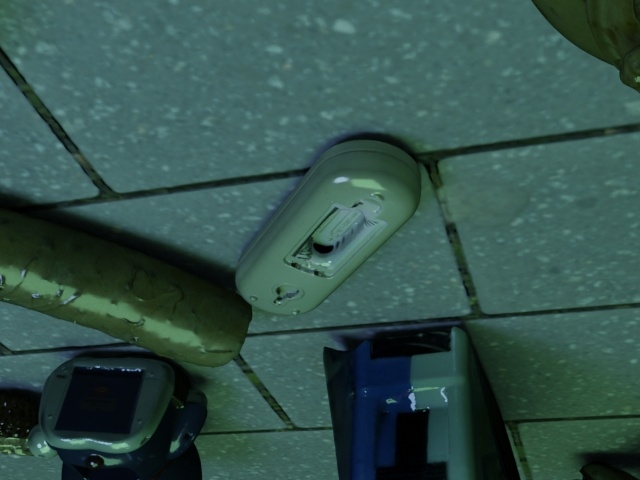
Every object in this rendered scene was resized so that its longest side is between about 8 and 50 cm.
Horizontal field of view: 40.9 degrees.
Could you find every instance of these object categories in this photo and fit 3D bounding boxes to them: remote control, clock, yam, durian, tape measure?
[{"bbox_3d":[0.000,0.000,0.654,0.078,0.042,0.221,19,142,-19],"label":"remote control"},{"bbox_3d":[-0.216,0.229,0.932,0.199,0.147,0.243,-1,137,2],"label":"clock"},{"bbox_3d":[-0.236,0.019,0.688,0.371,0.083,0.083,21,142,-19],"label":"yam"},{"bbox_3d":[-0.371,0.212,0.987,0.140,0.071,0.110,-5,150,-7],"label":"durian"},{"bbox_3d":[0.115,0.240,0.806,0.138,0.262,0.259,-17,140,14],"label":"tape measure"}]

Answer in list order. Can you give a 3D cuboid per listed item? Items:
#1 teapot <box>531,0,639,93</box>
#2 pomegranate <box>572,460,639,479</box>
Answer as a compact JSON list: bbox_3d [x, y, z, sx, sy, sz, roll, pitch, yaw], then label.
[{"bbox_3d":[0.154,-0.132,0.325,0.173,0.183,0.269,-5,142,18],"label":"teapot"},{"bbox_3d":[0.398,0.313,0.932,0.247,0.202,0.202,21,156,36],"label":"pomegranate"}]
